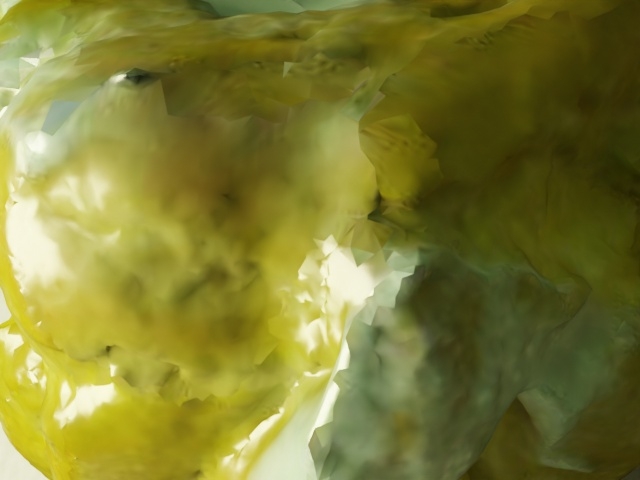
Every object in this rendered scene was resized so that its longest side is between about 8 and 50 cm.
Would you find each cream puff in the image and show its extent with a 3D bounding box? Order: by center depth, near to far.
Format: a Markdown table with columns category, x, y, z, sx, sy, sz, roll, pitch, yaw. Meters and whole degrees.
| category | x | y | z | sx | sy | sz | roll | pitch | yaw |
| --- | --- | --- | --- | --- | --- | --- | --- | --- | --- |
| cream puff | 0.000 | 0.000 | 0.615 | 0.378 | 0.276 | 0.378 | -6 | 30 | 4 |
